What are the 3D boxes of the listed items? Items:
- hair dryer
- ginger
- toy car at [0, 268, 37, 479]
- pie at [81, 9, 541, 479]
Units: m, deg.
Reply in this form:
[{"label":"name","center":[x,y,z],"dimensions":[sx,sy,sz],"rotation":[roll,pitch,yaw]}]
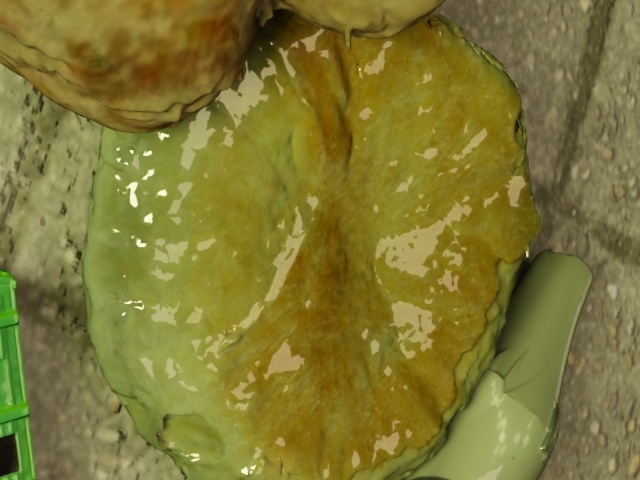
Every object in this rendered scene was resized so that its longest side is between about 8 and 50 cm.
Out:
[{"label":"hair dryer","center":[0.133,0.117,1.157],"dimensions":[0.225,0.088,0.219],"rotation":[50,53,-51]},{"label":"ginger","center":[-0.073,-0.168,0.831],"dimensions":[0.304,0.155,0.244],"rotation":[-36,102,-25]},{"label":"toy car","center":[-0.168,0.089,0.835],"dimensions":[0.071,0.062,0.165],"rotation":[-14,103,-46]},{"label":"pie","center":[0.000,0.000,0.975],"dimensions":[0.306,0.071,0.306],"rotation":[-12,110,-35]}]
